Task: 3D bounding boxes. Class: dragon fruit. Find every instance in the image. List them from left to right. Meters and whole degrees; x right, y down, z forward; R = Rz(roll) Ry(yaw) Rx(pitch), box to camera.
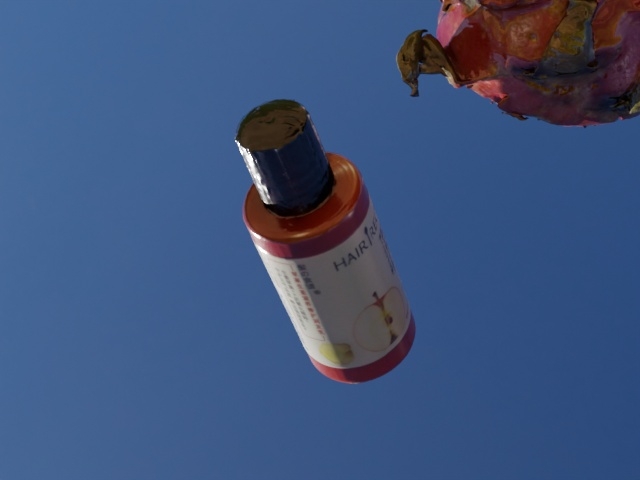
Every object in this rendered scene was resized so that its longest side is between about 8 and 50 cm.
[{"bbox_3d":[0.193,-0.193,0.919,0.282,0.147,0.211,-15,-124,-30],"label":"dragon fruit"}]

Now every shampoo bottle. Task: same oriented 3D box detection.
[{"bbox_3d":[0.000,0.000,1.003,0.104,0.278,0.104,-12,-135,12],"label":"shampoo bottle"}]
